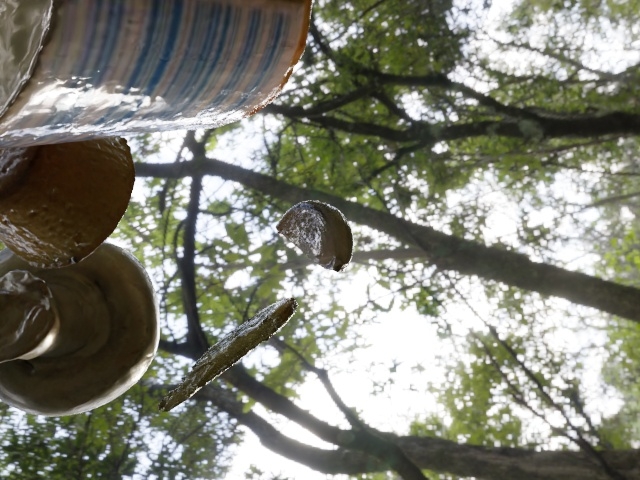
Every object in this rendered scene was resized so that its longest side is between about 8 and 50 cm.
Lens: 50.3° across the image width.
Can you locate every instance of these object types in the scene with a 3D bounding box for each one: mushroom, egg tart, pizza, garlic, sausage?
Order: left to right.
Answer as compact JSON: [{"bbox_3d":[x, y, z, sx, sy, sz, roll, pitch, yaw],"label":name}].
[{"bbox_3d":[-0.339,-0.077,0.801,0.147,0.202,0.203,44,-133,-66],"label":"egg tart"},{"bbox_3d":[-0.396,0.127,1.031,0.297,0.290,0.298,0,-93,-7],"label":"mushroom"},{"bbox_3d":[-0.163,-0.186,0.489,0.287,0.233,0.233,-24,-82,-59],"label":"sausage"},{"bbox_3d":[-0.142,0.166,1.013,0.262,0.181,0.034,-38,-87,-4],"label":"pizza"},{"bbox_3d":[0.003,-0.014,1.237,0.101,0.195,0.087,-54,-43,0],"label":"garlic"}]
